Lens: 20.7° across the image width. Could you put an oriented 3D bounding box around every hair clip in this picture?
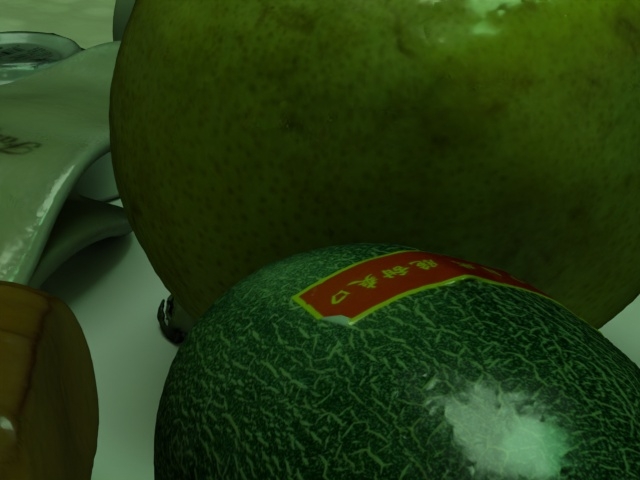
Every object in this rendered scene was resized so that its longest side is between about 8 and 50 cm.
[{"bbox_3d":[-0.189,-0.030,1.028,0.172,0.113,0.282,14,26,27],"label":"hair clip"}]

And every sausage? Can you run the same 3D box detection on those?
[{"bbox_3d":[-0.161,0.095,0.718,0.136,0.120,0.241,-15,24,-2],"label":"sausage"}]

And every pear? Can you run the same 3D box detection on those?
[{"bbox_3d":[0.043,-0.056,0.864,0.303,0.304,0.304,1,22,-1],"label":"pear"}]

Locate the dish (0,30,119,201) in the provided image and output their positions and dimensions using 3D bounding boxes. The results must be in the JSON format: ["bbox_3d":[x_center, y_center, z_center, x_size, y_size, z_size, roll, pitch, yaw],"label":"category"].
[{"bbox_3d":[-0.215,-0.099,1.228,0.236,0.086,0.228,-7,24,-22],"label":"dish"}]

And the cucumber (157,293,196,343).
[{"bbox_3d":[-0.003,-0.001,1.045,0.067,0.067,0.245,21,27,39],"label":"cucumber"}]

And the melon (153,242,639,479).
[{"bbox_3d":[0.042,0.100,0.640,0.182,0.182,0.287,-9,23,-24],"label":"melon"}]

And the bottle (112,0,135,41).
[{"bbox_3d":[-0.035,-0.155,1.350,0.233,0.110,0.110,10,24,17],"label":"bottle"}]
